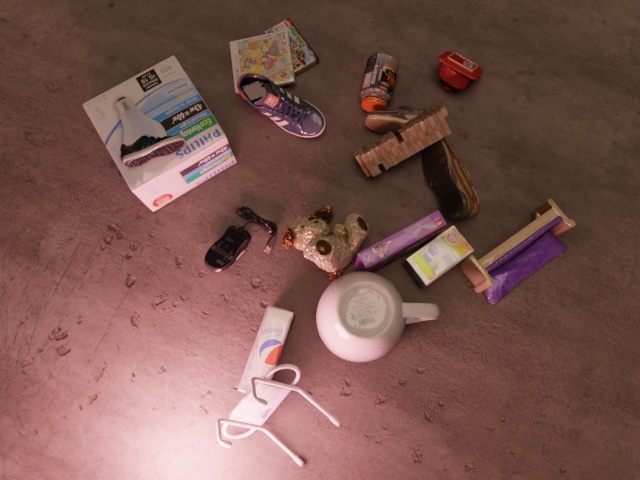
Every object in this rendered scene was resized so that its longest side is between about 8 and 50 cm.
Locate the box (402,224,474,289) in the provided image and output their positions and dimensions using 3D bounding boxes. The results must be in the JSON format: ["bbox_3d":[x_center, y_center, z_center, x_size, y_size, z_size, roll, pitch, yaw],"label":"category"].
[{"bbox_3d":[0.390,0.058,1.794,0.203,0.103,0.114,-34,79,-8],"label":"box"}]

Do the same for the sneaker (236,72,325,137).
[{"bbox_3d":[-0.146,-0.473,1.885,0.350,0.148,0.131,29,97,4],"label":"sneaker"}]

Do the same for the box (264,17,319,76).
[{"bbox_3d":[-0.108,-0.726,2.023,0.114,0.036,0.207,-33,78,-8],"label":"box"}]

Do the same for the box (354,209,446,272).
[{"bbox_3d":[0.254,0.018,1.755,0.293,0.201,0.057,-28,78,-7],"label":"box"}]

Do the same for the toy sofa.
[{"bbox_3d":[0.659,0.041,1.774,0.363,0.150,0.177,-34,77,-8],"label":"toy sofa"}]

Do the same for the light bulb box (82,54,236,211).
[{"bbox_3d":[-0.538,-0.359,1.839,0.358,0.225,0.361,-32,77,-7],"label":"light bulb box"}]

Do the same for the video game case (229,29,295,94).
[{"bbox_3d":[-0.216,-0.659,1.988,0.227,0.026,0.206,-9,81,7],"label":"video game case"}]

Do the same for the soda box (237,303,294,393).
[{"bbox_3d":[-0.170,0.356,1.727,0.091,0.098,0.286,18,76,4],"label":"soda box"}]

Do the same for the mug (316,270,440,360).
[{"bbox_3d":[0.173,0.226,1.638,0.375,0.328,0.276,-2,76,0],"label":"mug"}]

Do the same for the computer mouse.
[{"bbox_3d":[-0.261,0.021,1.832,0.184,0.060,0.262,25,66,10],"label":"computer mouse"}]

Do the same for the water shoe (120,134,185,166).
[{"bbox_3d":[-0.525,-0.300,1.671,0.203,0.073,0.080,-22,75,-5],"label":"water shoe"}]

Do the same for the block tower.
[{"bbox_3d":[0.285,-0.338,1.845,0.336,0.091,0.097,-30,113,9],"label":"block tower"}]

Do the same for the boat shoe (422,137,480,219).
[{"bbox_3d":[0.456,-0.215,1.866,0.120,0.122,0.323,0,65,-33],"label":"boat shoe"}]

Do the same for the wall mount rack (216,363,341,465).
[{"bbox_3d":[-0.130,0.540,1.617,0.304,0.130,0.350,24,115,-31],"label":"wall mount rack"}]

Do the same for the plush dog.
[{"bbox_3d":[0.000,0.000,1.795,0.225,0.210,0.262,40,51,23],"label":"plush dog"}]

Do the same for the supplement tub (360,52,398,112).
[{"bbox_3d":[0.210,-0.564,1.941,0.117,0.117,0.190,11,77,3],"label":"supplement tub"}]

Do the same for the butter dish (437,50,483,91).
[{"bbox_3d":[0.490,-0.599,1.955,0.160,0.118,0.160,32,37,8],"label":"butter dish"}]

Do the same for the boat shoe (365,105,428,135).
[{"bbox_3d":[0.301,-0.432,1.921,0.286,0.103,0.092,5,71,-2],"label":"boat shoe"}]
